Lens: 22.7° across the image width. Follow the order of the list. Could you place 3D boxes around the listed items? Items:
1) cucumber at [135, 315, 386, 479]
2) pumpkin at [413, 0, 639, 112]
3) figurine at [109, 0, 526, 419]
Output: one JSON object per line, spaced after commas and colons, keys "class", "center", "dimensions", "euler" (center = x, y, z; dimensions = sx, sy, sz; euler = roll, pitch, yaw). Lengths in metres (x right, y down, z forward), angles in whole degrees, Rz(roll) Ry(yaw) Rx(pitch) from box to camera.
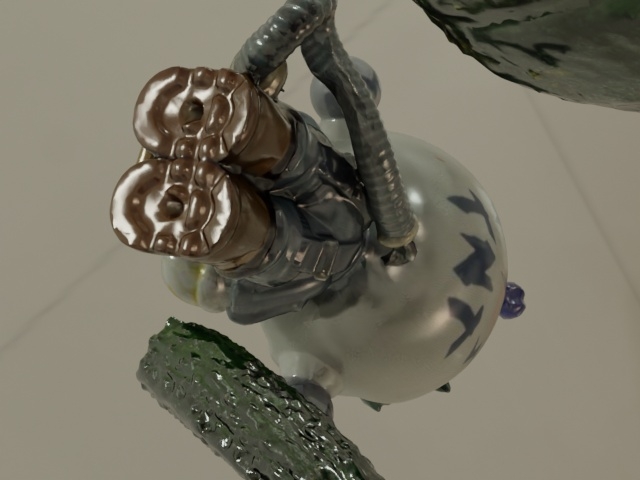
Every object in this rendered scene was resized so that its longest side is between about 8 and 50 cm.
{"class": "cucumber", "center": [-0.031, 0.092, 0.777], "dimensions": [0.058, 0.058, 0.187], "euler": [-39, 35, -13]}
{"class": "pumpkin", "center": [0.104, -0.171, 0.584], "dimensions": [0.263, 0.293, 0.197], "euler": [-15, 37, 42]}
{"class": "figurine", "center": [-0.003, 0.003, 1.033], "dimensions": [0.186, 0.382, 0.261], "euler": [21, 87, 32]}
